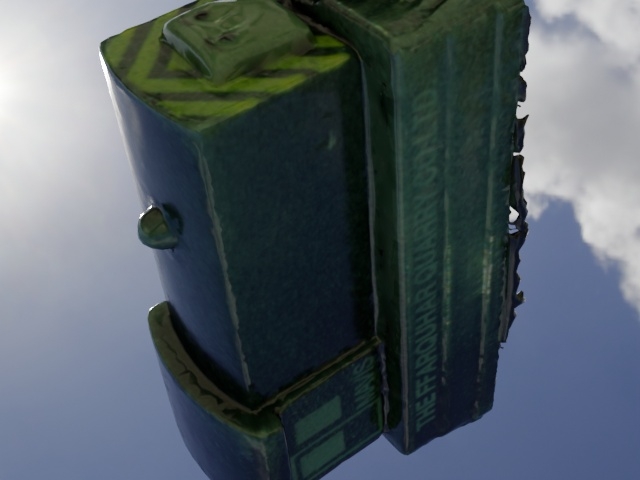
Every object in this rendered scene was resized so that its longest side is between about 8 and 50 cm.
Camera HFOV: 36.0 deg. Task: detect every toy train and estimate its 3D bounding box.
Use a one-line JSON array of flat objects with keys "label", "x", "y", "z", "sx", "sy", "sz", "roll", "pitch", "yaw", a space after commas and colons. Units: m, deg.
[{"label": "toy train", "x": 0.000, "y": 0.000, "z": 0.484, "sx": 0.178, "sy": 0.330, "sz": 0.138, "roll": -30, "pitch": -131, "yaw": -22}]
